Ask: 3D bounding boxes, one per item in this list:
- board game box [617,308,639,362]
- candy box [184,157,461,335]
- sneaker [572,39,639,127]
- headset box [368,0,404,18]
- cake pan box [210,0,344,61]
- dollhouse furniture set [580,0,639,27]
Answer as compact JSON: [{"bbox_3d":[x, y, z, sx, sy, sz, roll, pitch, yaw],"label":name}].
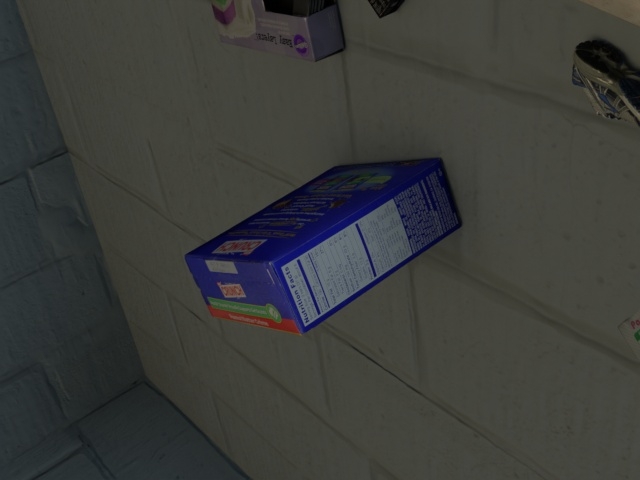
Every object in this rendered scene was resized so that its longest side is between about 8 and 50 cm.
[{"bbox_3d":[0.421,0.144,0.677,0.224,0.097,0.303,111,141,-55],"label":"board game box"},{"bbox_3d":[0.000,0.000,1.161,0.268,0.317,0.122,4,120,57],"label":"candy box"},{"bbox_3d":[0.314,-0.149,0.819,0.135,0.052,0.058,53,162,26],"label":"sneaker"},{"bbox_3d":[0.078,-0.340,1.016,0.083,0.032,0.062,58,151,4],"label":"headset box"},{"bbox_3d":[-0.082,-0.403,1.174,0.267,0.070,0.245,26,140,44],"label":"cake pan box"},{"bbox_3d":[0.271,-0.365,0.604,0.174,0.303,0.355,26,116,4],"label":"dollhouse furniture set"}]
